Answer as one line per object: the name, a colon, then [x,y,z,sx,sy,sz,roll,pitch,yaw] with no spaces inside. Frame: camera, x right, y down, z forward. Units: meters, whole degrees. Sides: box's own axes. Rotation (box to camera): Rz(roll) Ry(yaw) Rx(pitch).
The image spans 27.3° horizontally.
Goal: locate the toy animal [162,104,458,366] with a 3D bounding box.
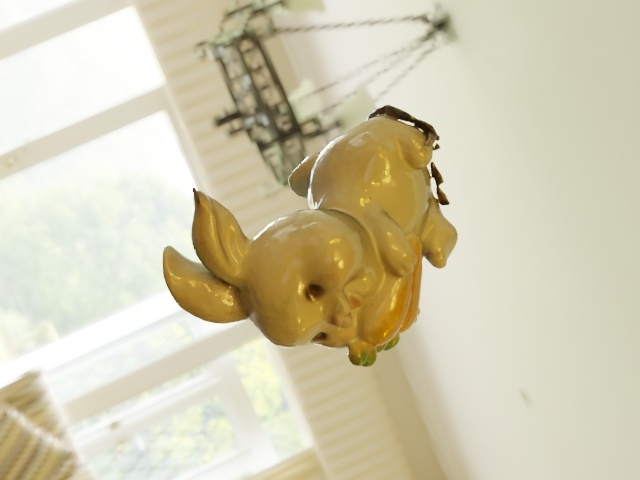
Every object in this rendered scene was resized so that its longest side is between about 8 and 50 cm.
toy animal: [0.005,0.002,1.432,0.247,0.310,0.183,39,-28,14]
